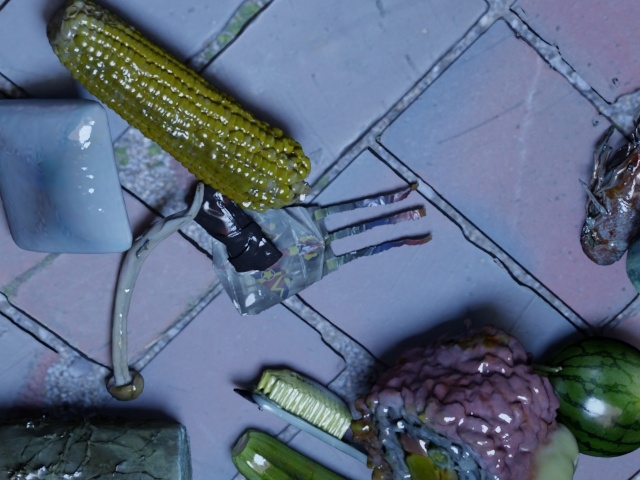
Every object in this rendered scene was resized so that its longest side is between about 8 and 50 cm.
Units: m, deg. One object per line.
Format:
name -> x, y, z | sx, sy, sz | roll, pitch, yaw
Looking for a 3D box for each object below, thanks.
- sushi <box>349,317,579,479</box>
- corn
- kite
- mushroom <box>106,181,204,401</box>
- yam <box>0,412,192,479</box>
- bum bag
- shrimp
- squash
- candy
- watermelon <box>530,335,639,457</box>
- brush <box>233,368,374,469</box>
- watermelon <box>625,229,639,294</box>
sushi -> 0.182, 0.235, 1.854 | 0.171, 0.237, 0.270 | -43, 127, -34
corn -> -0.141, -0.132, 1.675 | 0.320, 0.097, 0.097 | 36, 106, -23
kite -> 0.000, 0.001, 1.822 | 0.245, 0.015, 0.141 | -16, 122, -2
mushroom -> -0.188, 0.049, 1.783 | 0.068, 0.043, 0.306 | 19, 121, 1
yam -> -0.293, 0.309, 1.821 | 0.348, 0.241, 0.241 | 4, 117, -12
bum bag -> -0.095, -0.012, 1.776 | 0.058, 0.034, 0.124 | -33, 114, 14
shrimp -> 0.331, -0.057, 1.830 | 0.075, 0.073, 0.190 | -36, 144, -42
squash -> -0.007, 0.294, 1.953 | 0.229, 0.066, 0.066 | 33, 107, -24
candy -> -0.270, -0.063, 1.688 | 0.138, 0.071, 0.174 | 1, 122, 17
watermelon -> 0.306, 0.173, 1.911 | 0.187, 0.140, 0.140 | 24, 111, -12
brush -> 0.028, 0.220, 1.928 | 0.297, 0.068, 0.060 | 34, 85, -29
watermelon -> 0.397, 0.017, 1.870 | 0.180, 0.081, 0.094 | -26, 104, -39
